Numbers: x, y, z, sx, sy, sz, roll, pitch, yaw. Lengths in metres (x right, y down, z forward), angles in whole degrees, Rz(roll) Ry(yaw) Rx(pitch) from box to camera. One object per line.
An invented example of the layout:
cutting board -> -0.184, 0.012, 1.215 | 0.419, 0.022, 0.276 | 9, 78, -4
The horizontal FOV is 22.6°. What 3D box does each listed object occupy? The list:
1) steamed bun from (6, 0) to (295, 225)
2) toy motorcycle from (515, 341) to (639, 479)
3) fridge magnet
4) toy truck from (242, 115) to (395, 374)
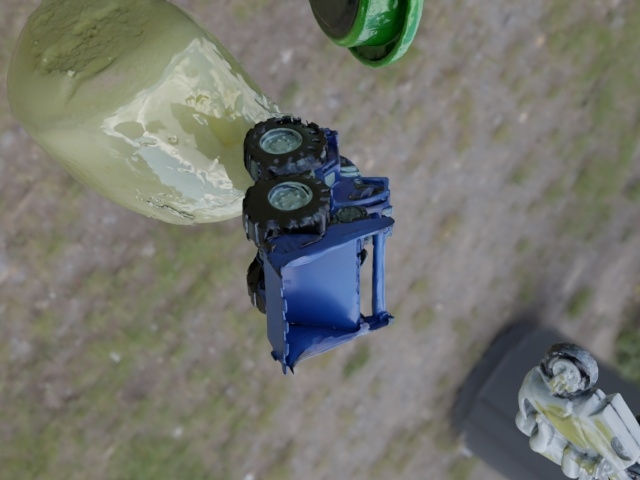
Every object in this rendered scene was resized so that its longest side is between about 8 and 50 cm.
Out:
steamed bun -> -0.158, -0.107, 1.449 | 0.166, 0.273, 0.232 | -50, 133, -13
toy motorcycle -> 0.287, 0.213, 1.786 | 0.074, 0.151, 0.228 | -45, 111, -40
fridge magnet -> 0.045, -0.281, 1.644 | 0.088, 0.208, 0.208 | -10, 134, -22
toy truck -> 0.000, 0.000, 1.304 | 0.208, 0.126, 0.113 | -93, -179, -48
